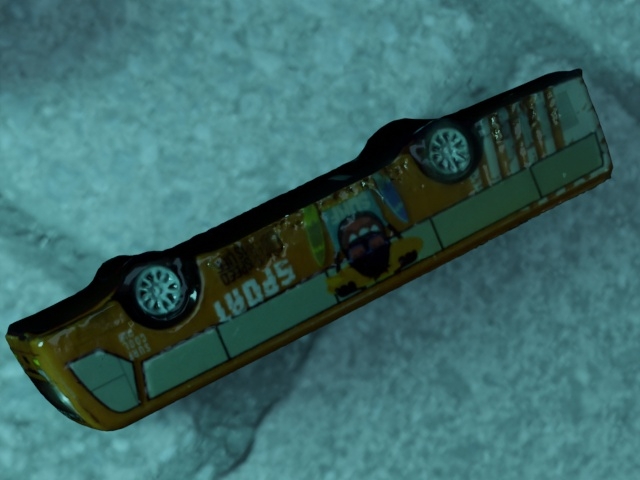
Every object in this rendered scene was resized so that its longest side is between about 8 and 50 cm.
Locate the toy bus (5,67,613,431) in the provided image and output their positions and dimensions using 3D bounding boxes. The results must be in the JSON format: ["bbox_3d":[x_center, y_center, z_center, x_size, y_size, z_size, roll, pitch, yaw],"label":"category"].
[{"bbox_3d":[0.000,0.000,1.196,0.409,0.093,0.092,-26,99,-20],"label":"toy bus"}]
